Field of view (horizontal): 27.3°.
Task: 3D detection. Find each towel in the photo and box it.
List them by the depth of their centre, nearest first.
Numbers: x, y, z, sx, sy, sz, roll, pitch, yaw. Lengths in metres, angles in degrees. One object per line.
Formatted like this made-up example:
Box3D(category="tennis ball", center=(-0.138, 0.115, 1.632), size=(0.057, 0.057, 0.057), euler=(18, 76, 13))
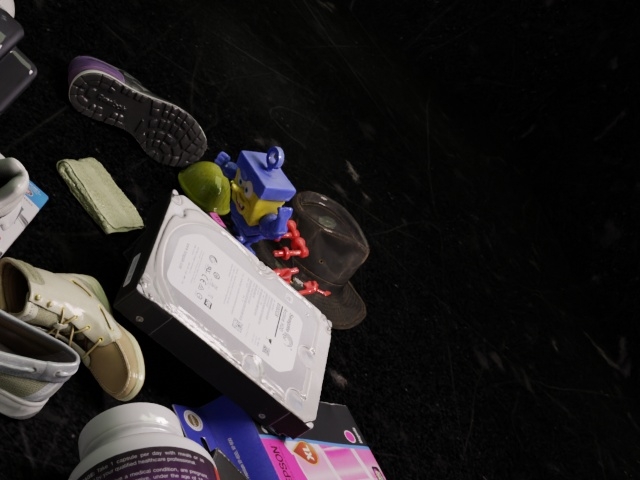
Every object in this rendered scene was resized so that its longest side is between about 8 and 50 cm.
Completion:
Box3D(category="towel", center=(-0.347, -0.072, 2.083), size=(0.148, 0.027, 0.110), euler=(51, 21, 9))

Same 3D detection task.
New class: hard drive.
Box3D(category="hard drive", center=(-0.129, 0.108, 1.909), size=(0.339, 0.064, 0.237), euler=(42, 33, -21))

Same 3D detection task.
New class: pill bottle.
Box3D(category="pill bottle", center=(-0.185, 0.344, 1.469), size=(0.181, 0.181, 0.323), euler=(29, 29, -40))

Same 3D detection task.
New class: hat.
Box3D(category="hat", center=(0.000, 0.000, 2.472), size=(0.331, 0.134, 0.331), euler=(40, 22, -20))

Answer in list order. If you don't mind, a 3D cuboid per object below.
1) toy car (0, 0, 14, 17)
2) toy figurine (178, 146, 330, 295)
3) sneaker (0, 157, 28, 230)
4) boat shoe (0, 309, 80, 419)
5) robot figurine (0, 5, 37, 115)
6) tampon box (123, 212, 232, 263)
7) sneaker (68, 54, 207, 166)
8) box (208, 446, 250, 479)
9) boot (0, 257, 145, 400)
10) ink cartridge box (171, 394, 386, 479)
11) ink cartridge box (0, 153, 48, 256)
Box3D(category="toy car", center=(-0.555, -0.389, 2.066), size=(0.210, 0.219, 0.238), euler=(-76, 151, -71))
Box3D(category="toy figurine", center=(-0.095, -0.085, 2.245), size=(0.191, 0.217, 0.362), euler=(-1, 40, -29))
Box3D(category="sneaker", center=(-0.488, -0.061, 1.562), size=(0.292, 0.118, 0.110), euler=(-7, 80, -31))
Box3D(category="boat shoe", center=(-0.434, 0.091, 1.536), size=(0.320, 0.103, 0.118), euler=(38, 23, -23))
Box3D(category="robot figurine", center=(-0.543, -0.305, 1.906), size=(0.278, 0.209, 0.173), euler=(44, 35, -11))
Box3D(category="tampon box", center=(-0.204, 0.031, 2.071), size=(0.120, 0.101, 0.161), euler=(54, 22, 15))
Box3D(category="sneaker", center=(-0.319, -0.242, 2.329), size=(0.283, 0.107, 0.124), euler=(34, 20, -32))
Box3D(category="box", center=(-0.106, 0.389, 1.693), size=(0.184, 0.045, 0.190), euler=(51, 23, -16))
Box3D(category="boot", center=(-0.330, 0.115, 1.719), size=(0.165, 0.077, 0.213), euler=(23, 27, -54))
Box3D(category="ink cartridge box", center=(-0.048, 0.315, 1.946), size=(0.371, 0.069, 0.176), euler=(14, 39, -51))
Box3D(category="ink cartridge box", center=(-0.461, -0.042, 1.744), size=(0.139, 0.082, 0.190), euler=(43, 21, -12))
